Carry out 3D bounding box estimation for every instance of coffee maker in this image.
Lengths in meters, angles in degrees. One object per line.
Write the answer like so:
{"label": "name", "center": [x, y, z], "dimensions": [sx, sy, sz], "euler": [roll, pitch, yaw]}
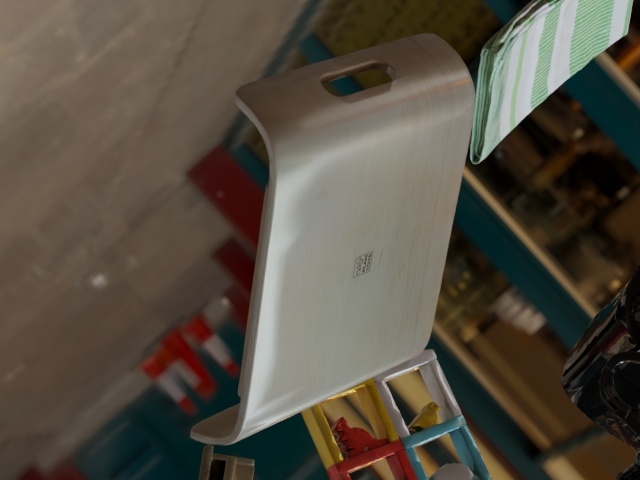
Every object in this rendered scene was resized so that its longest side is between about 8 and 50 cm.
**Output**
{"label": "coffee maker", "center": [0.221, 0.071, 1.105], "dimensions": [0.171, 0.120, 0.178], "euler": [-27, 163, -16]}

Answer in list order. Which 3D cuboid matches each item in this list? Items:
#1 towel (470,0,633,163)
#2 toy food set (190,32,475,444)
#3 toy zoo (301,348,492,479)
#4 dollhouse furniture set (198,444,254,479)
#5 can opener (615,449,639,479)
{"label": "towel", "center": [0.322, -0.270, 2.279], "dimensions": [0.325, 0.038, 0.248], "euler": [-42, 156, -24]}
{"label": "toy food set", "center": [0.000, 0.000, 1.334], "dimensions": [0.220, 0.092, 0.306], "euler": [-20, 129, -42]}
{"label": "toy zoo", "center": [0.094, 0.251, 2.027], "dimensions": [0.192, 0.293, 0.030], "euler": [-18, 166, -30]}
{"label": "dollhouse furniture set", "center": [-0.113, 0.238, 1.396], "dimensions": [0.182, 0.101, 0.161], "euler": [107, -8, -75]}
{"label": "can opener", "center": [0.285, 0.219, 1.468], "dimensions": [0.059, 0.073, 0.186], "euler": [-50, 166, 12]}
